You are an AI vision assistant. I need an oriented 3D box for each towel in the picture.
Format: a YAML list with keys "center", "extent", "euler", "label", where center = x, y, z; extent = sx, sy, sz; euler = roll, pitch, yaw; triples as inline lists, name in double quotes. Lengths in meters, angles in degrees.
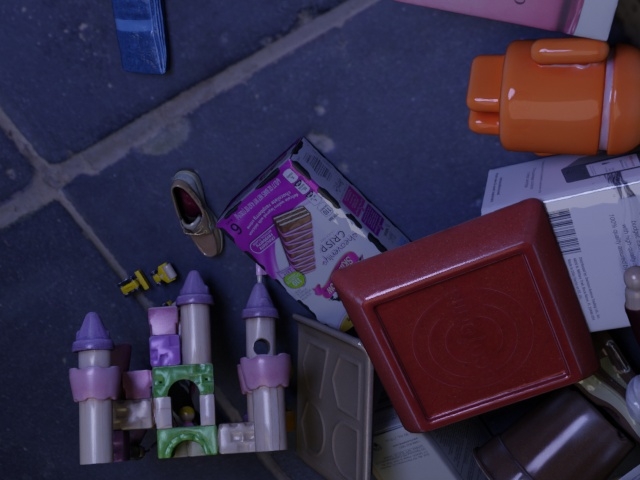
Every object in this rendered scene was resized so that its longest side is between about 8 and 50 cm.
- center: [-0.226, -0.266, 1.218]
  extent: [0.067, 0.029, 0.119]
  euler: [6, 123, 14]
  label: "towel"

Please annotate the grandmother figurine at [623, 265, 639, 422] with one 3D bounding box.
- center: [0.432, 0.092, 1.076]
  extent: [0.207, 0.104, 0.342]
  euler: [34, 134, 23]
  label: "grandmother figurine"

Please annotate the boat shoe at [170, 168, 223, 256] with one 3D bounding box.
- center: [-0.175, -0.030, 1.340]
  extent: [0.050, 0.045, 0.135]
  euler: [-11, 117, 22]
  label: "boat shoe"

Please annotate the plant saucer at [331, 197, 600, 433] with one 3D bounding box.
- center: [0.177, 0.108, 1.147]
  extent: [0.259, 0.048, 0.258]
  euler: [-20, 115, 12]
  label: "plant saucer"

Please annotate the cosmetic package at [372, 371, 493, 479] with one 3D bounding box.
- center: [0.184, 0.332, 1.395]
  extent: [0.113, 0.160, 0.309]
  euler: [-24, 111, 29]
  label: "cosmetic package"

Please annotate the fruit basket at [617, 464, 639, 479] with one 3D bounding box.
- center: [0.585, 0.284, 1.200]
  extent: [0.353, 0.165, 0.327]
  euler: [18, 145, -4]
  label: "fruit basket"

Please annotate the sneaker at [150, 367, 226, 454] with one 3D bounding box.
- center: [-0.221, 0.272, 1.533]
  extent: [0.077, 0.072, 0.178]
  euler: [-19, 108, 39]
  label: "sneaker"

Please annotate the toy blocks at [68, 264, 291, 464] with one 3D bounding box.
- center: [-0.189, 0.169, 1.353]
  extent: [0.288, 0.309, 0.260]
  euler: [-4, 78, -4]
  label: "toy blocks"

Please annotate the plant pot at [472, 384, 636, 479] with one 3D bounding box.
- center: [0.322, 0.286, 1.312]
  extent: [0.167, 0.167, 0.165]
  euler: [42, 98, -11]
  label: "plant pot"

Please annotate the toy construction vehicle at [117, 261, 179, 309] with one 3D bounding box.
- center: [-0.237, 0.074, 1.436]
  extent: [0.098, 0.035, 0.086]
  euler: [-29, 98, 27]
  label: "toy construction vehicle"

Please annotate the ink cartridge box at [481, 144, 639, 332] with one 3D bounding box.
- center: [0.353, -0.006, 1.158]
  extent: [0.272, 0.115, 0.198]
  euler: [-12, 118, 22]
  label: "ink cartridge box"

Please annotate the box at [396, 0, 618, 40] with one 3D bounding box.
- center: [0.201, -0.313, 1.003]
  extent: [0.232, 0.127, 0.149]
  euler: [13, 123, 9]
  label: "box"

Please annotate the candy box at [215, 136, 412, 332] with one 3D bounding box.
- center: [0.000, 0.000, 1.292]
  extent: [0.233, 0.071, 0.159]
  euler: [42, 124, -13]
  label: "candy box"

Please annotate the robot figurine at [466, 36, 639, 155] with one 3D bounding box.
- center: [0.275, -0.158, 1.081]
  extent: [0.219, 0.128, 0.158]
  euler: [4, 114, 15]
  label: "robot figurine"

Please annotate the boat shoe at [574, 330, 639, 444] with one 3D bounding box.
- center: [0.427, 0.205, 1.287]
  extent: [0.257, 0.095, 0.095]
  euler: [40, 102, -19]
  label: "boat shoe"

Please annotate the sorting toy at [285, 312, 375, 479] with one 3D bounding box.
- center: [0.002, 0.217, 1.348]
  extent: [0.041, 0.307, 0.229]
  euler: [-7, 99, -25]
  label: "sorting toy"
